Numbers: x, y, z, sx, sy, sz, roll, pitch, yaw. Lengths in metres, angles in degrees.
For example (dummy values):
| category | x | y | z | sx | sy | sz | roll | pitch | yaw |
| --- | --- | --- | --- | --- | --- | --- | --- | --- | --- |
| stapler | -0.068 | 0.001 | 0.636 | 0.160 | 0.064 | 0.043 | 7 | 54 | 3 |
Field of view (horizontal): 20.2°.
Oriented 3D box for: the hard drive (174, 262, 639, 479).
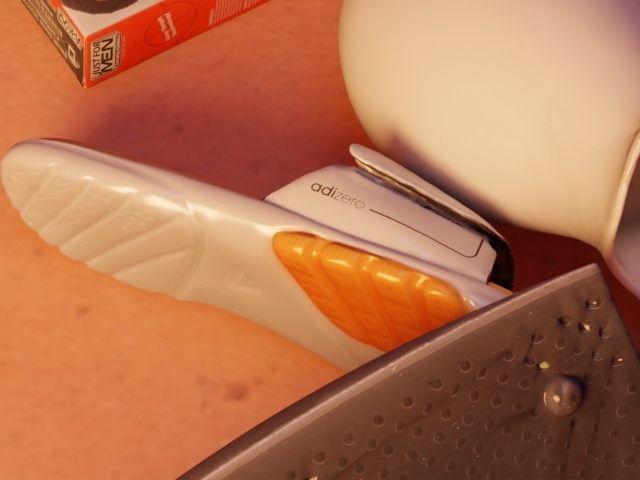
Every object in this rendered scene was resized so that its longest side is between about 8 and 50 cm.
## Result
| category | x | y | z | sx | sy | sz | roll | pitch | yaw |
| --- | --- | --- | --- | --- | --- | --- | --- | --- | --- |
| hard drive | 0.016 | 0.133 | 0.632 | 0.254 | 0.054 | 0.172 | -31 | 107 | -15 |

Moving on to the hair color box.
| category | x | y | z | sx | sy | sz | roll | pitch | yaw |
| --- | --- | --- | --- | --- | --- | --- | --- | --- | --- |
| hair color box | -0.067 | -0.135 | 0.835 | 0.141 | 0.043 | 0.072 | -30 | 69 | -22 |

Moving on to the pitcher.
| category | x | y | z | sx | sy | sz | roll | pitch | yaw |
| --- | --- | --- | --- | --- | --- | --- | --- | --- | --- |
| pitcher | 0.104 | -0.040 | 0.756 | 0.125 | 0.178 | 0.207 | -36 | 43 | -11 |

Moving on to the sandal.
| category | x | y | z | sx | sy | sz | roll | pitch | yaw |
| --- | --- | --- | --- | --- | --- | --- | --- | --- | --- |
| sandal | 0.000 | -0.005 | 0.735 | 0.265 | 0.102 | 0.076 | 22 | 62 | 7 |
